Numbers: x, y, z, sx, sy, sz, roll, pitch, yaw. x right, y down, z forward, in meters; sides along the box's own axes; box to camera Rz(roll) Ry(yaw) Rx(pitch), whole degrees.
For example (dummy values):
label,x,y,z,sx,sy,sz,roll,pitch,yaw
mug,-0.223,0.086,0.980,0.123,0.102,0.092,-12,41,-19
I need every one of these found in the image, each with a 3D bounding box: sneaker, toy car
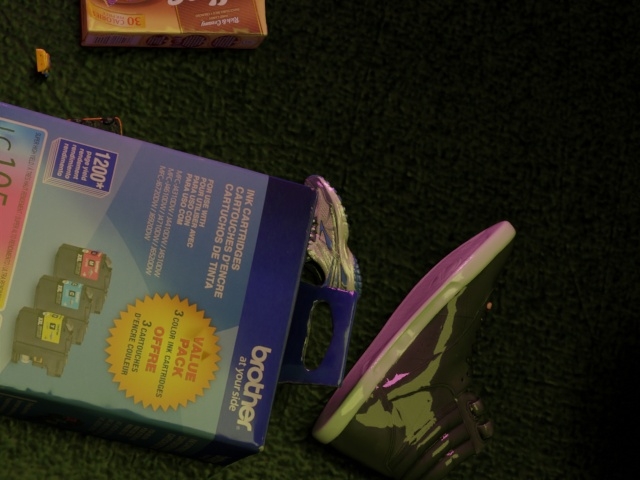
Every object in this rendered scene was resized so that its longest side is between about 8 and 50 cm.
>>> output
label,x,y,z,sx,sy,sz,roll,pitch,yaw
sneaker,0.000,0.000,1.881,0.058,0.052,0.135,-14,83,-14
sneaker,0.134,0.126,1.871,0.147,0.104,0.296,41,77,-7
toy car,-0.236,-0.139,1.844,0.060,0.040,0.122,-20,87,2

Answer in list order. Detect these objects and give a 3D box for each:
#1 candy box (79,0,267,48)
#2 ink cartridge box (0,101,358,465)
label,x,y,z,sx,sy,sz,roll,pitch,yaw
candy box,-0.151,-0.254,1.888,0.187,0.053,0.109,0,79,-15
ink cartridge box,-0.169,0.053,1.771,0.395,0.151,0.270,15,75,-15
